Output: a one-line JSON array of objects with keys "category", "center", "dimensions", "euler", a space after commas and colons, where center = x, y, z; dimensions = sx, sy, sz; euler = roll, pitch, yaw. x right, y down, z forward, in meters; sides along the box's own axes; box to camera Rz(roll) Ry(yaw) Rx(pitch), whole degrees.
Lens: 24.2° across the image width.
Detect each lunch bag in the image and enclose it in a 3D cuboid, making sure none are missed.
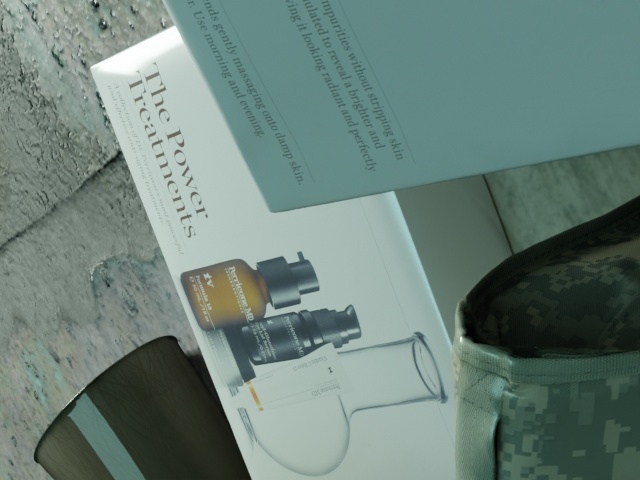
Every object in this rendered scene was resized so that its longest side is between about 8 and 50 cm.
[{"category": "lunch bag", "center": [0.178, 0.115, 0.808], "dimensions": [0.169, 0.287, 0.235], "euler": [25, 126, 39]}]

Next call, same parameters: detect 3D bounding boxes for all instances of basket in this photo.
[{"category": "basket", "center": [-0.125, 0.230, 1.331], "dimensions": [0.227, 0.154, 0.204], "euler": [51, 141, 12]}]

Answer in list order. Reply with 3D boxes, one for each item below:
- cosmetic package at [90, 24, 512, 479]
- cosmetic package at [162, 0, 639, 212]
[{"category": "cosmetic package", "center": [0.000, 0.000, 1.105], "dimensions": [0.284, 0.097, 0.377], "euler": [-16, 97, 48]}, {"category": "cosmetic package", "center": [0.122, -0.164, 0.664], "dimensions": [0.385, 0.156, 0.217], "euler": [-9, 127, 21]}]
